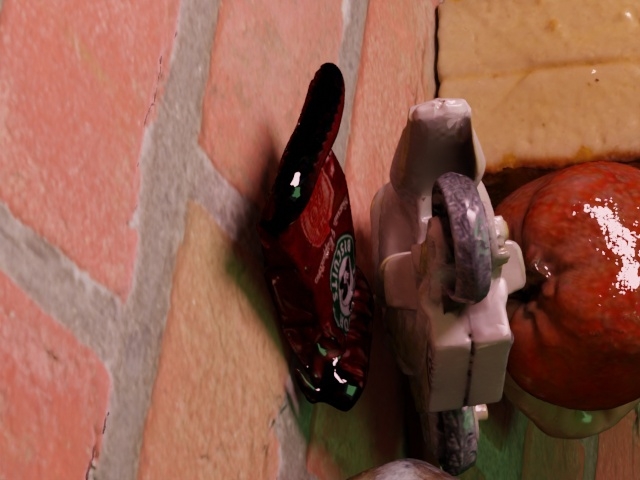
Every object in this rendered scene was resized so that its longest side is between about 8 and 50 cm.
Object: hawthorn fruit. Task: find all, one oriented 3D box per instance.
[{"bbox_3d":[0.261,0.039,1.618,0.262,0.210,0.210,3,82,-32],"label":"hawthorn fruit"}]

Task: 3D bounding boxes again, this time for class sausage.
[{"bbox_3d":[0.090,0.168,1.627,0.035,0.030,0.147,-6,92,-66],"label":"sausage"}]

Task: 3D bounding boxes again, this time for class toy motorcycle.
[{"bbox_3d":[0.094,0.024,1.495,0.341,0.107,0.223,89,-9,-56],"label":"toy motorcycle"}]

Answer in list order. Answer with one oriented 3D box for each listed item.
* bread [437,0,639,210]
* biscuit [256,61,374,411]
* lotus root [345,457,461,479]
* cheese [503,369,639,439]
[{"bbox_3d":[0.278,-0.125,1.796,0.279,0.279,0.207,23,64,-60],"label":"bread"},{"bbox_3d":[-0.001,0.004,1.413,0.151,0.063,0.235,-68,152,-44],"label":"biscuit"},{"bbox_3d":[0.090,0.261,1.466,0.322,0.158,0.140,54,37,-60],"label":"lotus root"},{"bbox_3d":[0.251,0.085,1.808,0.235,0.218,0.117,4,36,-32],"label":"cheese"}]
